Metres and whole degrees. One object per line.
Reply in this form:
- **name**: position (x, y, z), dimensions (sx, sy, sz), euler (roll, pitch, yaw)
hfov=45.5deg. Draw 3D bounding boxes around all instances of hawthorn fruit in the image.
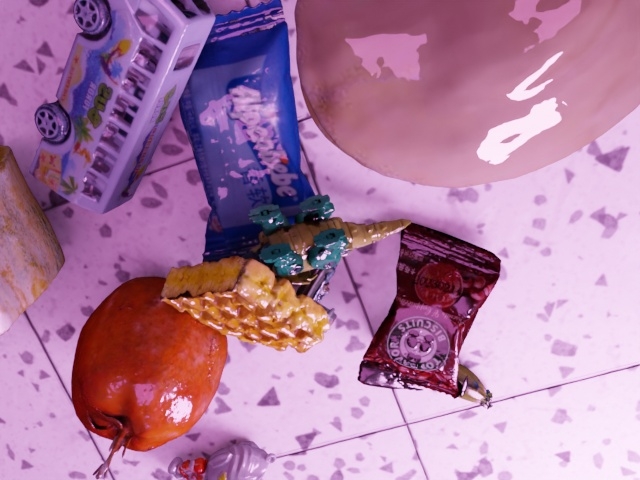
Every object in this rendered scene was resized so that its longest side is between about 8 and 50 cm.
- **hawthorn fruit**: position (-0.242, 0.191, 1.036), dimensions (0.211, 0.299, 0.211), euler (5, 128, 6)

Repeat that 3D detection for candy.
- **candy**: position (-0.106, -0.134, 1.014), dimensions (0.186, 0.077, 0.331), euler (-12, 112, 3)

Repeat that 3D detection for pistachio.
- **pistachio**: position (0.180, -0.246, 0.831), dimensions (0.445, 0.281, 0.366), euler (-22, 103, 9)

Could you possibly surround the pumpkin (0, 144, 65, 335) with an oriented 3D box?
- **pumpkin**: position (-0.490, 0.041, 1.000), dimensions (0.332, 0.332, 0.199), euler (-25, 120, 14)

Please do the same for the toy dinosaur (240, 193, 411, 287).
- **toy dinosaur**: position (0.000, 0.000, 1.002), dimensions (0.259, 0.153, 0.094), euler (-18, 69, -4)

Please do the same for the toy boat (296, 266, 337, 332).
- **toy boat**: position (-0.006, 0.095, 1.095), dimensions (0.066, 0.059, 0.140), euler (33, 113, 10)

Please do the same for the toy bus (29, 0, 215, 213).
- **toy bus**: position (-0.251, -0.191, 0.951), dimensions (0.136, 0.109, 0.330), euler (37, 121, 7)

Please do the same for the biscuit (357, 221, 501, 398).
- **biscuit**: position (0.153, 0.107, 1.056), dimensions (0.151, 0.063, 0.236), euler (17, 98, 5)

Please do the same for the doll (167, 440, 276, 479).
- **doll**: position (-0.154, 0.359, 1.208), dimensions (0.180, 0.079, 0.094), euler (-10, 138, 16)

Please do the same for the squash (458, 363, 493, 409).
- **squash**: position (0.177, 0.195, 1.121), dimensions (0.183, 0.052, 0.052), euler (28, 111, -4)

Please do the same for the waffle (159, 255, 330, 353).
- **waffle**: position (-0.079, 0.093, 0.999), dimensions (0.160, 0.055, 0.210), euler (-11, 144, 44)
